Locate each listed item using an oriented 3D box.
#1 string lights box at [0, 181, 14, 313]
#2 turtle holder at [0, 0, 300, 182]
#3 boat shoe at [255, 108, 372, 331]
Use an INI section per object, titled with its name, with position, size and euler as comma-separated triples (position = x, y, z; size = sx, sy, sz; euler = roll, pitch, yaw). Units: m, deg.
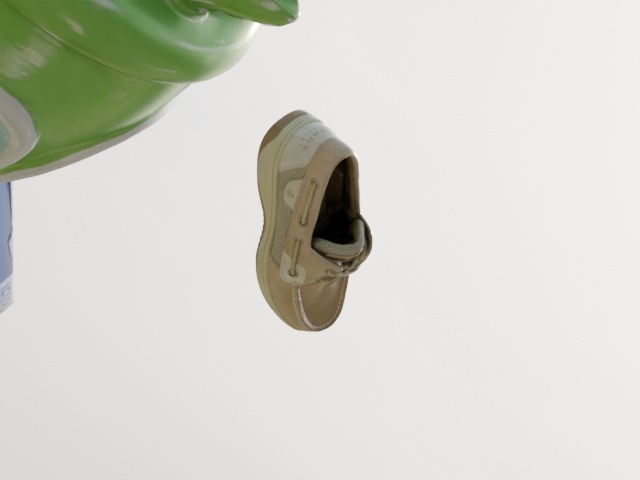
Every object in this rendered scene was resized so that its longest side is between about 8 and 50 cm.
[string lights box]
position = -0.335, -0.058, 1.384
size = 0.133, 0.077, 0.259
euler = 18, -58, 19
[turtle holder]
position = -0.177, -0.151, 0.652
size = 0.227, 0.243, 0.320
euler = -31, -30, 25
[boat shoe]
position = 0.000, 0.000, 1.736
size = 0.098, 0.109, 0.302
euler = 33, -36, 31
